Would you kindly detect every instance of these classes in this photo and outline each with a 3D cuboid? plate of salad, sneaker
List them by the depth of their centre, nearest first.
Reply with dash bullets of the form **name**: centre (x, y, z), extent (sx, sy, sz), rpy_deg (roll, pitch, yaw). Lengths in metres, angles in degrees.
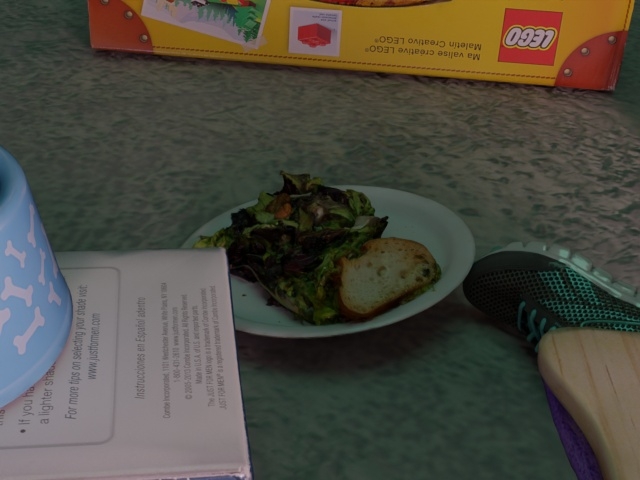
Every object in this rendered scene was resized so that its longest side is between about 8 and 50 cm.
- **sneaker**: centre (0.151, 0.053, 0.656), extent (0.166, 0.065, 0.076), rpy_deg (19, 43, 33)
- **plate of salad**: centre (0.000, 0.000, 0.718), extent (0.200, 0.048, 0.200), rpy_deg (-5, 29, 3)

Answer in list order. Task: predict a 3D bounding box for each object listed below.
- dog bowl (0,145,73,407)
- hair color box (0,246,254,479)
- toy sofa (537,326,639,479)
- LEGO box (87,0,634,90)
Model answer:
- **dog bowl**: centre (-0.257, 0.015, 0.459), extent (0.297, 0.074, 0.166), rpy_deg (-6, 33, -14)
- **hair color box**: centre (-0.210, 0.093, 0.506), extent (0.347, 0.105, 0.174), rpy_deg (-1, 31, -8)
- **toy sofa**: centre (0.177, 0.179, 0.363), extent (0.177, 0.150, 0.362), rpy_deg (-2, 31, 1)
- **LEGO box**: centre (0.048, -0.331, 1.148), extent (0.500, 0.193, 0.372), rpy_deg (5, 31, 2)
